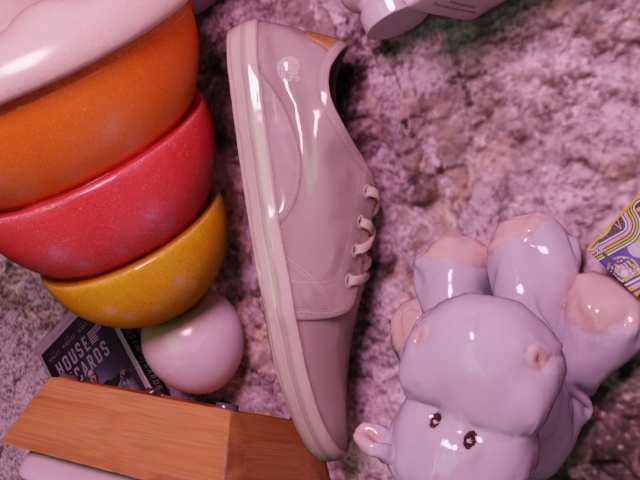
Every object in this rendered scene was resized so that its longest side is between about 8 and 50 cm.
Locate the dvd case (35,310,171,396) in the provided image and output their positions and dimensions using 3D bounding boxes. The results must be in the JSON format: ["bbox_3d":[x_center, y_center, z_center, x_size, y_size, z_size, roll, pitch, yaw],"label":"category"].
[{"bbox_3d":[-0.284,0.199,1.150,0.179,0.029,0.239,-42,72,32],"label":"dvd case"}]

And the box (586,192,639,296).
[{"bbox_3d":[0.295,-0.035,0.681,0.059,0.054,0.169,48,120,21],"label":"box"}]

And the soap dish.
[{"bbox_3d":[-0.157,0.226,0.932,0.290,0.229,0.118,4,77,29],"label":"soap dish"}]

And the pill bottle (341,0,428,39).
[{"bbox_3d":[0.046,-0.273,0.812,0.086,0.086,0.152,-28,80,35],"label":"pill bottle"}]

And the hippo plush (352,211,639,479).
[{"bbox_3d":[0.117,0.124,0.718,0.234,0.236,0.294,24,109,31],"label":"hippo plush"}]

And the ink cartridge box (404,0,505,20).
[{"bbox_3d":[0.176,-0.350,0.681,0.306,0.131,0.226,-27,80,37],"label":"ink cartridge box"}]

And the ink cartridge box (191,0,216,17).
[{"bbox_3d":[-0.133,-0.343,0.938,0.231,0.078,0.134,-25,82,36],"label":"ink cartridge box"}]

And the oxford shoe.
[{"bbox_3d":[0.000,0.000,0.853,0.129,0.169,0.450,-8,94,1],"label":"oxford shoe"}]

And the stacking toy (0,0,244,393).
[{"bbox_3d":[-0.217,-0.027,0.908,0.350,0.351,0.480,1,125,36],"label":"stacking toy"}]
